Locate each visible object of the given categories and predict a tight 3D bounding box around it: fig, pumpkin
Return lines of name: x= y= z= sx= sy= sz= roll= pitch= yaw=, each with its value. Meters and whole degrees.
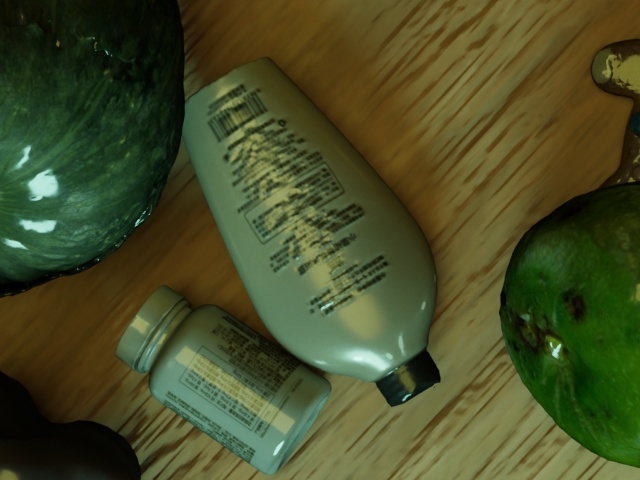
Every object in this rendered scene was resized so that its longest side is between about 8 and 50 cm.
fig: x=0.254 y=0.032 z=1.178 sx=0.235 sy=0.203 sz=0.203 roll=-28 pitch=85 yaw=-22
pumpkin: x=-0.248 y=-0.100 z=1.158 sx=0.328 sy=0.291 sz=0.257 roll=-9 pitch=51 yaw=-14

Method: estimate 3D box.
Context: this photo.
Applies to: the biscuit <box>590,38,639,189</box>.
biscuit: x=0.253 y=-0.104 z=1.234 sx=0.138 sy=0.031 sz=0.205 roll=8 pitch=90 yaw=8

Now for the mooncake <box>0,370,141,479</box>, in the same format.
mooncake: x=-0.277 y=0.272 z=1.211 sx=0.351 sy=0.212 sz=0.381 roll=12 pitch=98 yaw=2

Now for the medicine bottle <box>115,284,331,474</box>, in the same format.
medicine bottle: x=-0.069 y=0.094 z=1.254 sx=0.140 sy=0.079 sz=0.079 roll=33 pitch=94 yaw=7

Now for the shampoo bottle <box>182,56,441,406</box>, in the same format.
shampoo bottle: x=0.000 y=0.000 z=1.243 sx=0.127 sy=0.078 sz=0.257 roll=-31 pitch=84 yaw=-4
